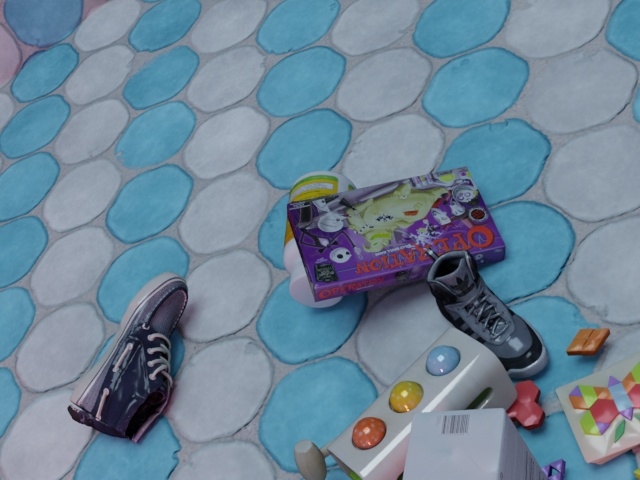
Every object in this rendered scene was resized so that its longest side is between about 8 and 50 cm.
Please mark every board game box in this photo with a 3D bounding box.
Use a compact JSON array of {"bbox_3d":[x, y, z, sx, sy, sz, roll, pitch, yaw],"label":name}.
[{"bbox_3d":[0.131,-0.016,1.982,0.346,0.056,0.208,-13,54,-9],"label":"board game box"}]

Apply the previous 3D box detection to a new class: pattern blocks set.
[{"bbox_3d":[0.448,0.242,1.652,0.324,0.026,0.285,-35,48,-2],"label":"pattern blocks set"}]

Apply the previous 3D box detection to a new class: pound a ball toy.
[{"bbox_3d":[0.111,0.268,1.713,0.319,0.136,0.208,-42,35,-12],"label":"pound a ball toy"}]

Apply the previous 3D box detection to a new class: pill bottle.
[{"bbox_3d":[0.000,0.000,2.092,0.136,0.136,0.246,-15,46,21],"label":"pill bottle"}]

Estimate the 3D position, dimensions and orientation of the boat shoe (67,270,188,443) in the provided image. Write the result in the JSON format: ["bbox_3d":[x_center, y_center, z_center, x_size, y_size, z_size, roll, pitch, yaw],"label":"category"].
[{"bbox_3d":[-0.321,0.227,2.116,0.158,0.127,0.341,22,74,36],"label":"boat shoe"}]

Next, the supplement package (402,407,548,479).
[{"bbox_3d":[0.224,0.353,1.550,0.139,0.244,0.134,-7,50,26],"label":"supplement package"}]

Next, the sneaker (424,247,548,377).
[{"bbox_3d":[0.256,0.111,1.816,0.101,0.153,0.268,-40,43,-5],"label":"sneaker"}]
